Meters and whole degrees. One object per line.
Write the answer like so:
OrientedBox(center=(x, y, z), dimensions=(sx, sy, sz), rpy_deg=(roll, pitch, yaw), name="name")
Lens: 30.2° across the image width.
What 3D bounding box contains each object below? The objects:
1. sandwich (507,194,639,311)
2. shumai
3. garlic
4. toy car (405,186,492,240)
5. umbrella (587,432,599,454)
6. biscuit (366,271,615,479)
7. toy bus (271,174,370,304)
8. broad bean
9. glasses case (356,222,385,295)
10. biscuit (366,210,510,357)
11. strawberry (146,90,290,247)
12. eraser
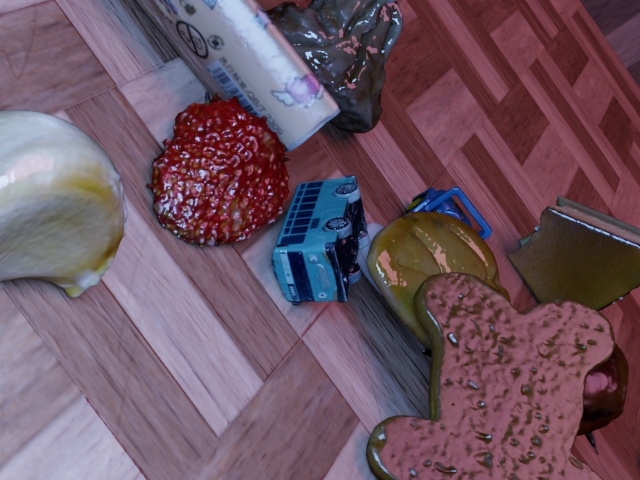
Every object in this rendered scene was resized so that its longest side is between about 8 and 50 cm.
OrientedBox(center=(0.425, 0.010, 1.870), dimensions=(0.186, 0.220, 0.108), rpy_deg=(57, 29, 0), name="sandwich")
OrientedBox(center=(0.048, -0.262, 1.579), dimensions=(0.218, 0.185, 0.184), rpy_deg=(49, 28, -14), name="shumai")
OrientedBox(center=(-0.250, -0.019, 0.924), dimensions=(0.245, 0.145, 0.164), rpy_deg=(-17, 106, -60), name="garlic")
OrientedBox(center=(0.167, -0.009, 1.599), dimensions=(0.097, 0.100, 0.191), rpy_deg=(51, 27, -11), name="toy car")
OrientedBox(center=(0.389, 0.262, 1.768), dimensions=(0.013, 0.022, 0.122), rpy_deg=(50, 23, -79), name="umbrella")
OrientedBox(center=(0.183, 0.240, 1.294), dimensions=(0.283, 0.064, 0.432), rpy_deg=(16, 59, -9), name="biscuit")
OrientedBox(center=(0.000, 0.000, 1.324), dimensions=(0.160, 0.091, 0.079), rpy_deg=(-74, 154, -56), name="toy bus")
OrientedBox(center=(0.357, 0.192, 1.677), dimensions=(0.228, 0.156, 0.122), rpy_deg=(-60, 156, -67), name="broad bean")
OrientedBox(center=(0.111, 0.055, 1.491), dimensions=(0.193, 0.049, 0.074), rpy_deg=(45, 36, -22), name="glasses case")
OrientedBox(center=(0.152, 0.053, 1.462), dimensions=(0.260, 0.041, 0.203), rpy_deg=(19, 61, -41), name="biscuit")
OrientedBox(center=(-0.090, -0.068, 1.258), dimensions=(0.167, 0.087, 0.208), rpy_deg=(46, 31, -24), name="strawberry")
OrientedBox(center=(-0.111, -0.233, 1.343), dimensions=(0.087, 0.171, 0.290), rpy_deg=(-44, 103, -20), name="eraser")
